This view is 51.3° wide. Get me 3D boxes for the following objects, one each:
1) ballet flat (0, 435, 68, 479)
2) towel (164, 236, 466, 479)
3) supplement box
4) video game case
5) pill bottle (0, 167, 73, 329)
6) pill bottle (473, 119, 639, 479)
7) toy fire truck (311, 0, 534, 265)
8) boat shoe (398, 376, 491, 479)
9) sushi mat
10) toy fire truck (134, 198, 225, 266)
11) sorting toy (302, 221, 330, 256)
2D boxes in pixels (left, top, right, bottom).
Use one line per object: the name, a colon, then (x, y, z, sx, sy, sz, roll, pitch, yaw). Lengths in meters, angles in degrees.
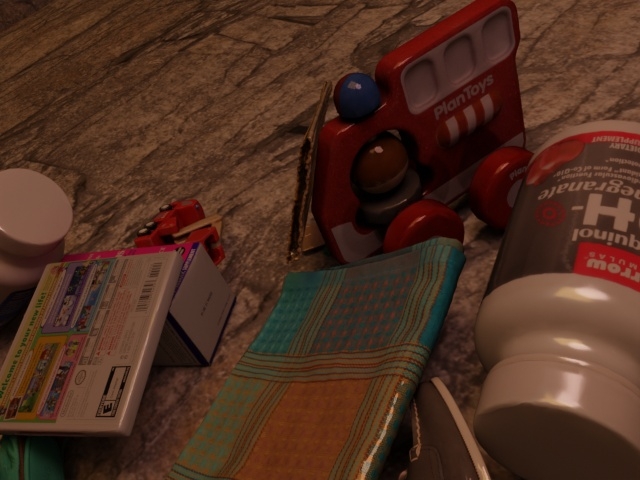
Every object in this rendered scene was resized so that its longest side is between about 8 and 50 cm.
ballet flat: (-0.334, 0.232, 0.756, 0.087, 0.083, 0.247, -40, 35, 10)
towel: (-0.020, 0.152, 0.654, 0.271, 0.040, 0.370, -14, 34, 45)
supplement box: (-0.239, 0.085, 0.849, 0.220, 0.114, 0.111, -6, 43, 23)
video game case: (-0.262, 0.111, 0.738, 0.193, 0.023, 0.212, -6, 54, 22)
pill bottle: (-0.446, 0.019, 0.908, 0.272, 0.152, 0.152, -37, 27, 36)
pill bottle: (0.240, 0.051, 0.596, 0.176, 0.176, 0.318, 4, 46, 30)
toy fire truck: (0.115, -0.114, 0.786, 0.302, 0.254, 0.169, -32, 39, -10)
boat shoe: (0.098, 0.248, 0.493, 0.095, 0.112, 0.335, -16, 42, 2)
sushi mat: (-0.011, -0.105, 0.867, 0.019, 0.151, 0.316, 8, 25, 1)
toy fire truck: (-0.187, -0.012, 0.950, 0.135, 0.047, 0.192, -10, 24, 15)
sorting toy: (0.000, 0.000, 0.906, 0.062, 0.012, 0.083, -15, 35, 2)
